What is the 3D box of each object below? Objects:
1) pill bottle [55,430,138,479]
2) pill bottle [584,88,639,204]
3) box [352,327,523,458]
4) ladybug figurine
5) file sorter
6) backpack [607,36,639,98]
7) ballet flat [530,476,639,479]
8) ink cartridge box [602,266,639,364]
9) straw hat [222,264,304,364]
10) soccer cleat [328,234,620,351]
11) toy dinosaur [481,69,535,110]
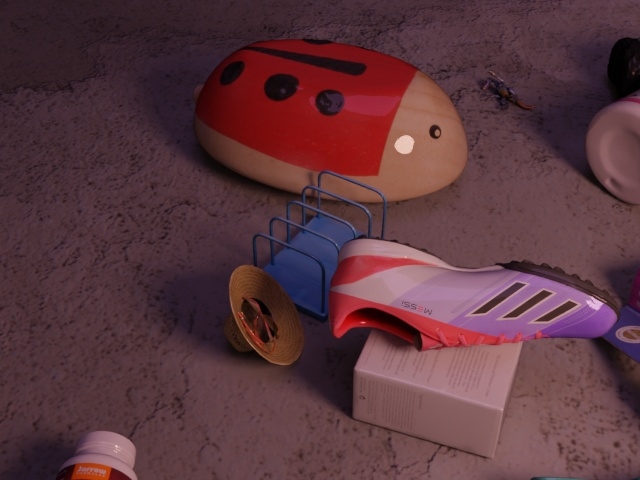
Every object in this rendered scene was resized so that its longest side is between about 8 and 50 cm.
[{"bbox_3d":[-0.234,0.274,0.922,0.086,0.086,0.152,2,42,1],"label":"pill bottle"},{"bbox_3d":[0.554,-0.177,1.378,0.283,0.160,0.160,-27,49,-27],"label":"pill bottle"},{"bbox_3d":[0.137,0.156,1.054,0.171,0.091,0.130,14,43,15],"label":"box"},{"bbox_3d":[0.007,-0.199,1.386,0.450,0.161,0.305,12,40,13],"label":"ladybug figurine"},{"bbox_3d":[0.000,0.000,1.217,0.118,0.104,0.170,23,47,24],"label":"file sorter"},{"bbox_3d":[0.595,-0.288,1.538,0.182,0.115,0.152,5,40,1],"label":"backpack"},{"bbox_3d":[0.319,0.279,0.951,0.213,0.072,0.068,-3,69,-2],"label":"ballet flat"},{"bbox_3d":[0.538,0.093,1.067,0.330,0.071,0.324,-12,22,-15],"label":"ink cartridge box"},{"bbox_3d":[-0.088,0.105,1.126,0.061,0.144,0.144,-35,35,25],"label":"straw hat"},{"bbox_3d":[0.165,0.081,1.007,0.318,0.108,0.116,11,61,10],"label":"soccer cleat"},{"bbox_3d":[0.313,-0.253,1.567,0.090,0.047,0.082,26,27,-21],"label":"toy dinosaur"}]
